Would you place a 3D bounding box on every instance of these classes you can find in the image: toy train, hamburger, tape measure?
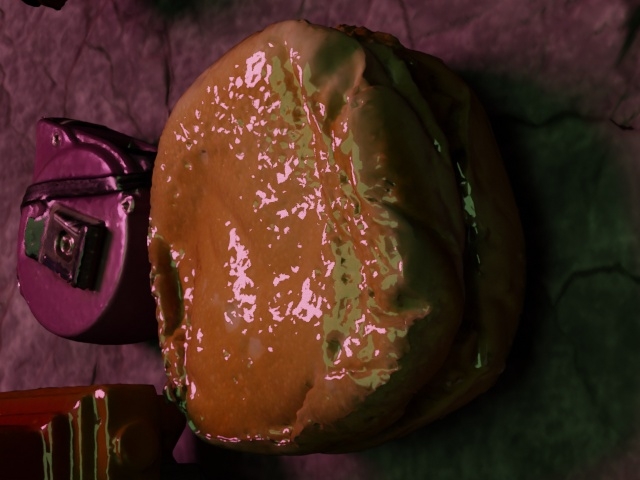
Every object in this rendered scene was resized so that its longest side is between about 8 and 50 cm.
[{"bbox_3d":[-0.199,0.158,0.973,0.369,0.231,0.163,-9,78,51],"label":"toy train"},{"bbox_3d":[0.001,-0.001,0.886,0.213,0.108,0.214,-8,79,46],"label":"hamburger"},{"bbox_3d":[-0.123,-0.002,1.037,0.125,0.074,0.118,19,100,47],"label":"tape measure"}]

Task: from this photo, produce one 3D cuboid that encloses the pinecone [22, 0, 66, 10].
[{"bbox_3d":[-0.142,-0.210,1.034,0.173,0.173,0.174,-7,81,45],"label":"pinecone"}]
